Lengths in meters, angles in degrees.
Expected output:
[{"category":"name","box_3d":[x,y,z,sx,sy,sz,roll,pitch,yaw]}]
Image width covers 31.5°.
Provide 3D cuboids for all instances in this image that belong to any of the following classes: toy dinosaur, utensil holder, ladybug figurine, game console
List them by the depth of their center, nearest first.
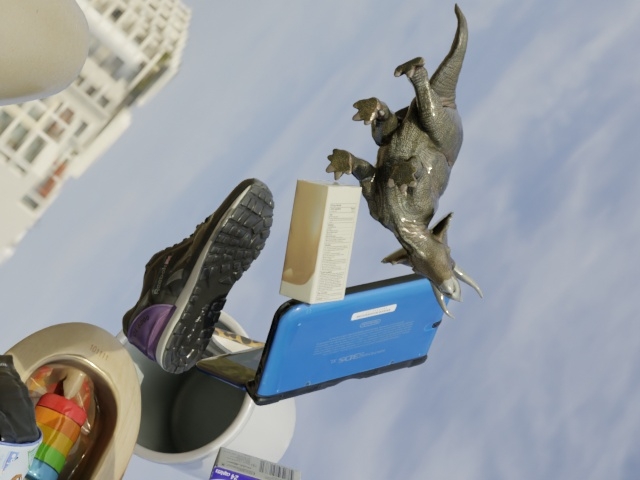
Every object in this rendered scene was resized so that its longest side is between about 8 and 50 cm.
[{"category":"toy dinosaur","box_3d":[0.096,-0.091,1.176,0.121,0.160,0.313,-3,-112,25]},{"category":"game console","box_3d":[0.004,0.113,1.591,0.173,0.293,0.250,49,-44,37]},{"category":"ladybug figurine","box_3d":[-0.490,0.352,1.967,0.162,0.305,0.449,-22,-146,52]},{"category":"utensil holder","box_3d":[-0.240,0.338,2.378,0.327,0.328,0.385,-52,157,-9]}]

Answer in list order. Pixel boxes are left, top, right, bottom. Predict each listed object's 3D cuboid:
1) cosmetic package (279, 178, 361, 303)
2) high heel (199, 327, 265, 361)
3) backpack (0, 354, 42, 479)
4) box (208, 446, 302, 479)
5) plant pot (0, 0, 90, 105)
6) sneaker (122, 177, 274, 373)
[{"category":"cosmetic package","box_3d":[0.000,0.000,1.095,0.041,0.060,0.115,14,-82,33]},{"category":"high heel","box_3d":[-0.146,0.214,2.161,0.186,0.261,0.093,26,-85,39]},{"category":"backpack","box_3d":[-0.501,0.257,1.467,0.263,0.277,0.213,16,-87,46]},{"category":"box","box_3d":[-0.106,0.382,1.612,0.072,0.126,0.137,-85,-168,-76]},{"category":"plant pot","box_3d":[-0.384,-0.247,1.235,0.256,0.256,0.274,-43,160,15]},{"category":"sneaker","box_3d":[-0.177,0.027,1.532,0.124,0.107,0.283,29,-93,31]}]
